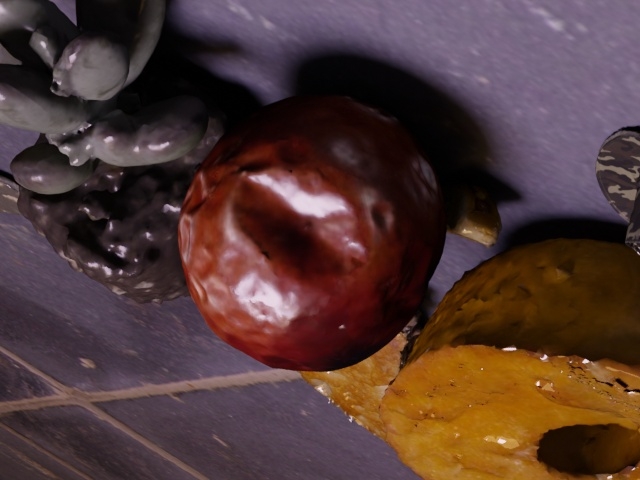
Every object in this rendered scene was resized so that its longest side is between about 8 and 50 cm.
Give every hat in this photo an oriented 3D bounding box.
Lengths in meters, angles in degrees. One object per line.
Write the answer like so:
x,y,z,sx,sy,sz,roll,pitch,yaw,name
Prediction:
0.195,-0.011,0.983,0.121,0.050,0.121,26,162,9,hat

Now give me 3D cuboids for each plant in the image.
-0.132,-0.064,1.129,0.149,0.146,0.274,23,159,21,plant

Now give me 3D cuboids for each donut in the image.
0.179,0.099,1.142,0.278,0.108,0.277,16,152,9,donut

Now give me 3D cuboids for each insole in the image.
-0.330,-0.046,1.620,0.248,0.011,0.081,5,151,48,insole

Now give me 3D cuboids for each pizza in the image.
0.020,0.080,1.399,0.201,0.053,0.193,12,143,36,pizza

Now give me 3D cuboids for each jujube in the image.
0.000,0.000,1.101,0.168,0.168,0.236,25,175,9,jujube

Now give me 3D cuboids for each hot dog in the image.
0.089,-0.019,1.124,0.030,0.034,0.090,23,-179,-17,hot dog

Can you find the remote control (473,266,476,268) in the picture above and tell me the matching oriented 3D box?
0.111,0.068,1.308,0.059,0.028,0.212,24,159,2,remote control
